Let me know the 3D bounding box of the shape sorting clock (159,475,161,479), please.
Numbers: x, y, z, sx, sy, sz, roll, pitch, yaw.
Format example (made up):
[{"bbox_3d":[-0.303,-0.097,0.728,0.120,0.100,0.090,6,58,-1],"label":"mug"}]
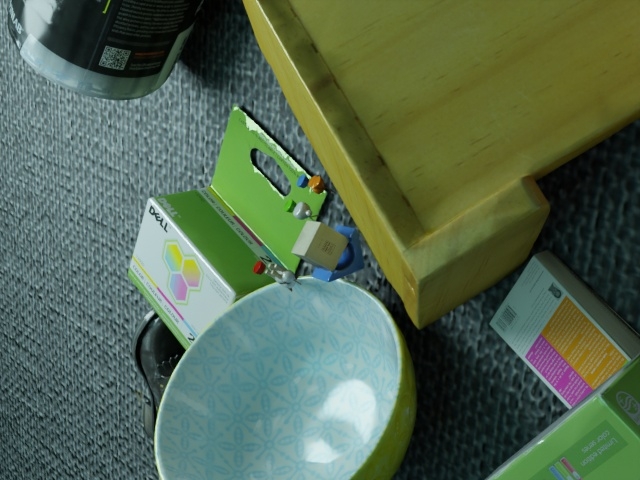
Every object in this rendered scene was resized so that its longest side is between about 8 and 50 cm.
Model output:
[{"bbox_3d":[-0.165,0.405,1.327,0.206,0.040,0.206,39,146,33],"label":"shape sorting clock"}]

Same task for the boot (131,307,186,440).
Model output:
[{"bbox_3d":[-0.139,0.223,1.246,0.229,0.091,0.262,30,132,38],"label":"boot"}]

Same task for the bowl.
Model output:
[{"bbox_3d":[-0.013,0.195,1.015,0.289,0.289,0.156,19,158,43],"label":"bowl"}]

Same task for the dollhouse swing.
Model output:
[{"bbox_3d":[0.132,-0.163,0.849,0.346,0.305,0.315,60,178,16],"label":"dollhouse swing"}]

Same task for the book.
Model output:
[{"bbox_3d":[0.220,0.092,0.847,0.144,0.035,0.096,49,136,27],"label":"book"}]

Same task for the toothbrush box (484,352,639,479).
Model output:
[{"bbox_3d":[0.269,0.256,0.740,0.283,0.122,0.206,50,130,16],"label":"toothbrush box"}]

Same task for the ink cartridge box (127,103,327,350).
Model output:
[{"bbox_3d":[-0.119,-0.004,1.142,0.189,0.097,0.255,46,132,29],"label":"ink cartridge box"}]

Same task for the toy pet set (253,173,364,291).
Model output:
[{"bbox_3d":[0.000,0.000,1.018,0.122,0.065,0.114,-63,25,-7],"label":"toy pet set"}]

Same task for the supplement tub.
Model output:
[{"bbox_3d":[-0.209,-0.337,1.060,0.207,0.207,0.338,56,135,21],"label":"supplement tub"}]
